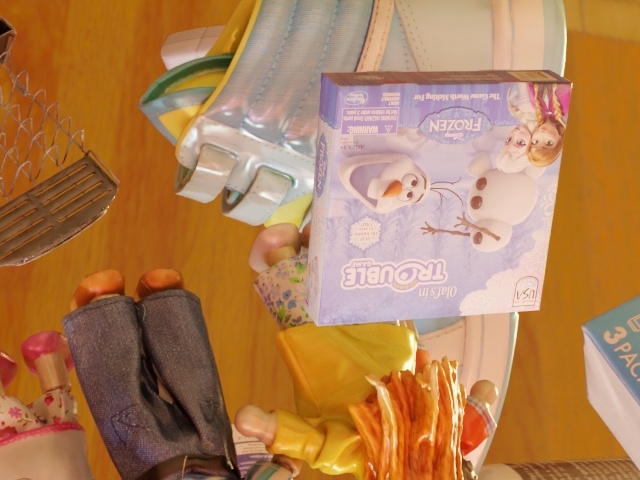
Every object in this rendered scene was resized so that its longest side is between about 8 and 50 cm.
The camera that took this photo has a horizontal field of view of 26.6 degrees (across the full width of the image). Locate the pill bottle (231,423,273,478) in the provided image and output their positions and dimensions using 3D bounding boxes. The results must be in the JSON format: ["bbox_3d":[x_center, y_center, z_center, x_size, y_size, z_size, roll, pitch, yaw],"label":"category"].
[{"bbox_3d":[-0.087,0.312,1.540,0.112,0.112,0.187,-5,65,-18],"label":"pill bottle"}]

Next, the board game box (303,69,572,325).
[{"bbox_3d":[0.041,-0.016,0.487,0.090,0.090,0.020,-3,23,-19],"label":"board game box"}]

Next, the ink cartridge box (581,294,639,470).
[{"bbox_3d":[0.211,0.045,0.546,0.181,0.062,0.104,-26,51,-7],"label":"ink cartridge box"}]

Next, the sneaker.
[{"bbox_3d":[0.000,0.000,0.725,0.208,0.127,0.319,5,105,-11],"label":"sneaker"}]

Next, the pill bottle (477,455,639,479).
[{"bbox_3d":[0.211,0.281,1.188,0.318,0.176,0.176,0,62,-18],"label":"pill bottle"}]

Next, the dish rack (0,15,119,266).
[{"bbox_3d":[-0.362,-0.105,1.494,0.208,0.074,0.271,-37,76,-31],"label":"dish rack"}]

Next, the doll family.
[{"bbox_3d":[-0.032,0.081,0.563,0.262,0.118,0.163,-13,59,-17],"label":"doll family"}]

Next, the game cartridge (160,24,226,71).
[{"bbox_3d":[-0.048,-0.187,1.699,0.294,0.196,0.060,6,52,19],"label":"game cartridge"}]
